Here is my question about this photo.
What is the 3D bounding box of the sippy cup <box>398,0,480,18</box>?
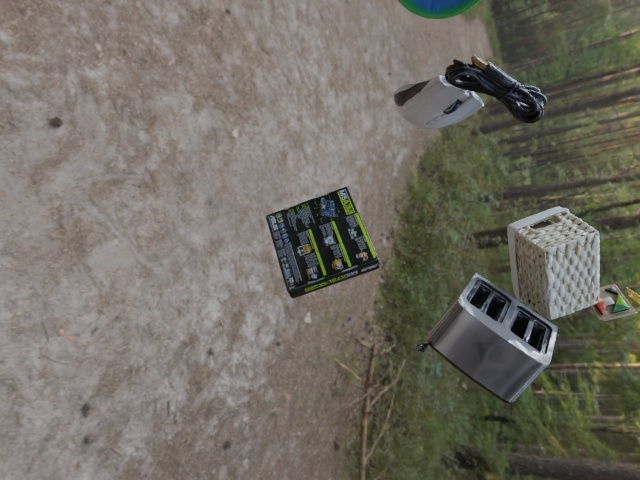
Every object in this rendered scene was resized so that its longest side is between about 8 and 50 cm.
[{"bbox_3d":[0.272,-0.655,0.984,0.240,0.306,0.224,105,-2,-57],"label":"sippy cup"}]

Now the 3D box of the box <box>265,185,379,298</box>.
[{"bbox_3d":[0.000,0.000,0.897,0.045,0.184,0.190,75,-4,-57],"label":"box"}]

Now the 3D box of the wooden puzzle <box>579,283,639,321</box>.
[{"bbox_3d":[0.527,0.112,0.824,0.078,0.116,0.014,-112,-175,-47],"label":"wooden puzzle"}]

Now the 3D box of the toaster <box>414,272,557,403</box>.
[{"bbox_3d":[0.282,0.158,0.752,0.186,0.168,0.110,-30,150,-52],"label":"toaster"}]

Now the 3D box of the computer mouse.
[{"bbox_3d":[0.143,-0.152,0.507,0.106,0.193,0.042,17,91,-21],"label":"computer mouse"}]

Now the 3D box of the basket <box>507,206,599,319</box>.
[{"bbox_3d":[0.417,0.043,0.803,0.103,0.113,0.167,-113,-176,-64],"label":"basket"}]
